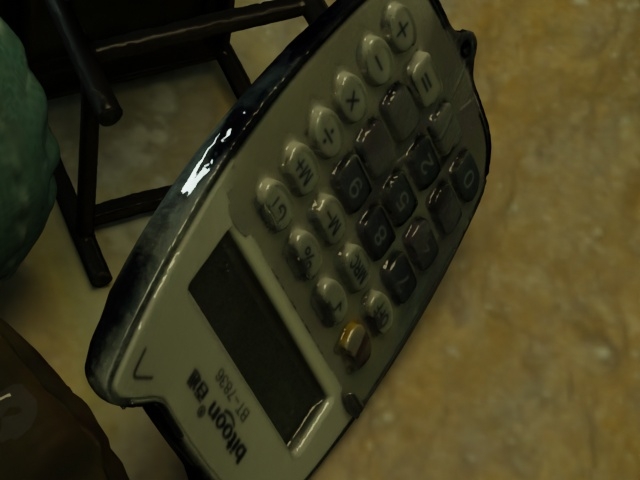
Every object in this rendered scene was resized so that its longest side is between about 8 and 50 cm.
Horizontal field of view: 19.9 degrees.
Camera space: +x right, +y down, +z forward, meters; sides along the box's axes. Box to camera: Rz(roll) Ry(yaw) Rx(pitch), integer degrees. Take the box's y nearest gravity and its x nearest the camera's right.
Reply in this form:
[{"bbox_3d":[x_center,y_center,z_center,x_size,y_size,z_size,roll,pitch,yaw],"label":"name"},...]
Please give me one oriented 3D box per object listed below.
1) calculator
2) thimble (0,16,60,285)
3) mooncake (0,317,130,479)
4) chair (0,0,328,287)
[{"bbox_3d":[0.000,0.000,0.819,0.040,0.177,0.268,20,60,37],"label":"calculator"},{"bbox_3d":[-0.229,-0.051,0.825,0.143,0.198,0.235,-36,96,-32],"label":"thimble"},{"bbox_3d":[-0.173,0.107,0.686,0.228,0.228,0.124,37,47,21],"label":"mooncake"},{"bbox_3d":[-0.102,-0.128,0.933,0.141,0.154,0.260,-15,57,-20],"label":"chair"}]
